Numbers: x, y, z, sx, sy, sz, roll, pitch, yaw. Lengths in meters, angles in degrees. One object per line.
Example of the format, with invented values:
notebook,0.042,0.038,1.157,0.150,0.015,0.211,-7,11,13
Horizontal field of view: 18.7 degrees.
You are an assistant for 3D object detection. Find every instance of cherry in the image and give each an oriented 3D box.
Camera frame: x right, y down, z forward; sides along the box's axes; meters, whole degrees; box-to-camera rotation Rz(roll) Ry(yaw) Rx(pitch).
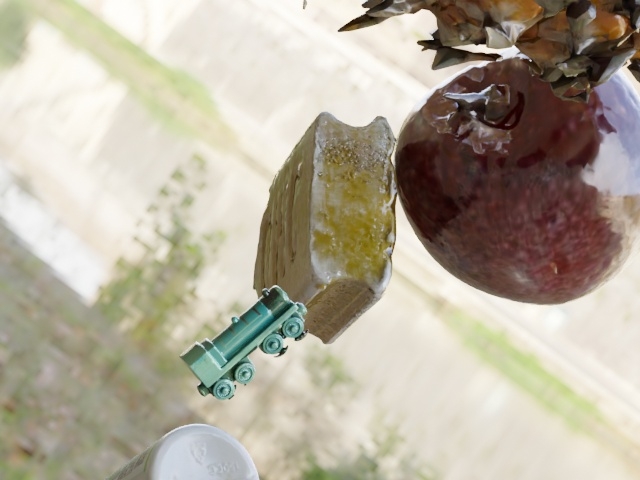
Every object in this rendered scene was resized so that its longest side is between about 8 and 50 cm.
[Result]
cherry,0.191,-0.052,1.732,0.203,0.230,0.300,56,0,43

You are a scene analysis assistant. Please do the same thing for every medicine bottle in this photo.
medicine bottle,-0.117,0.195,1.369,0.086,0.086,0.183,36,-35,-11

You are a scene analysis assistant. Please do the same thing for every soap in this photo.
soap,0.000,0.000,1.744,0.080,0.160,0.257,6,-17,-12

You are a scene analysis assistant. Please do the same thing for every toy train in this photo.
toy train,-0.051,0.068,1.311,0.045,0.092,0.029,54,-9,-30

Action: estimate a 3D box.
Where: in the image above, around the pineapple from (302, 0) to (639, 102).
pineapple,0.130,-0.240,1.083,0.300,0.352,0.352,31,4,-42
